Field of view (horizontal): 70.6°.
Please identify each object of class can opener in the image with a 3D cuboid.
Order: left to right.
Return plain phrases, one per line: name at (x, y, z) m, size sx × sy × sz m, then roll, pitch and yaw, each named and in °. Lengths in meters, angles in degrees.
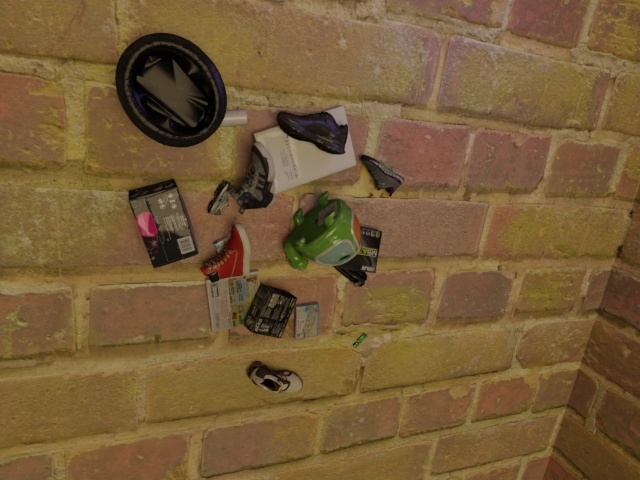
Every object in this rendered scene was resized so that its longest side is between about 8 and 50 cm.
can opener at (0.122, 0.140, 1.927) m, size 0.186 × 0.073 × 0.059 m, roll 31°, pitch 133°, yaw -26°

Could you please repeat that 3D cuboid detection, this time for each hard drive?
hard drive at (-0.052, -0.337, 1.680) m, size 0.352 × 0.047 × 0.233 m, roll -21°, pitch 115°, yaw -14°

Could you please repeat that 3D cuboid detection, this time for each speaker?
speaker at (-0.318, -0.415, 1.536) m, size 0.136 × 0.055 × 0.055 m, roll -11°, pitch 112°, yaw -20°

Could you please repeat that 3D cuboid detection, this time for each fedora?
fedora at (-0.461, -0.460, 1.403) m, size 0.333 × 0.152 × 0.334 m, roll -7°, pitch 111°, yaw -20°

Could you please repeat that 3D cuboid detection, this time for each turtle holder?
turtle holder at (0.011, 0.002, 1.715) m, size 0.320 × 0.243 × 0.227 m, roll -48°, pitch 119°, yaw -2°

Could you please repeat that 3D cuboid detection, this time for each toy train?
toy train at (0.182, 0.460, 2.080) m, size 0.023 × 0.017 × 0.083 m, roll 43°, pitch 89°, yaw -18°

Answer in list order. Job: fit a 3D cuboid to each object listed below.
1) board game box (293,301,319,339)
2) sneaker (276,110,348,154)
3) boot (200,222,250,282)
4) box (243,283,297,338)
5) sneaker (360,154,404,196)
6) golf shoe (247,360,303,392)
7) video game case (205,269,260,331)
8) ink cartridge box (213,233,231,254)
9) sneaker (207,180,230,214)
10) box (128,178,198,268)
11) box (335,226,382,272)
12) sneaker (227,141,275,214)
board game box at (-0.061, 0.342, 1.930) m, size 0.103 × 0.026 × 0.154 m, roll -5°, pitch 110°, yaw -21°
sneaker at (-0.023, -0.404, 1.598) m, size 0.286 × 0.109 × 0.130 m, roll 17°, pitch 91°, yaw -33°
boot at (-0.349, 0.053, 1.634) m, size 0.176 × 0.088 × 0.244 m, roll -13°, pitch 135°, yaw -23°
box at (-0.198, 0.283, 1.799) m, size 0.147 × 0.077 × 0.180 m, roll 20°, pitch 93°, yaw -39°
sneaker at (0.236, -0.255, 1.813) m, size 0.223 × 0.083 × 0.098 m, roll 27°, pitch 101°, yaw -29°
golf shoe at (-0.183, 0.612, 1.924) m, size 0.272 × 0.120 × 0.105 m, roll 26°, pitch 95°, yaw -29°
video game case at (-0.336, 0.237, 1.778) m, size 0.206 × 0.026 × 0.227 m, roll -9°, pitch 111°, yaw -20°
ink cartridge box at (-0.352, 0.012, 1.688) m, size 0.083 × 0.028 × 0.048 m, roll -28°, pitch 118°, yaw -12°
sneaker at (-0.353, -0.150, 1.625) m, size 0.058 × 0.052 × 0.135 m, roll 22°, pitch 106°, yaw -38°
box at (-0.527, -0.061, 1.526) m, size 0.163 × 0.142 × 0.247 m, roll -19°, pitch 116°, yaw -17°
box at (0.156, 0.034, 1.879) m, size 0.190 × 0.045 × 0.184 m, roll 11°, pitch 87°, yaw -26°
sneaker at (-0.242, -0.204, 1.570) m, size 0.153 × 0.101 × 0.269 m, roll -27°, pitch 140°, yaw -26°
